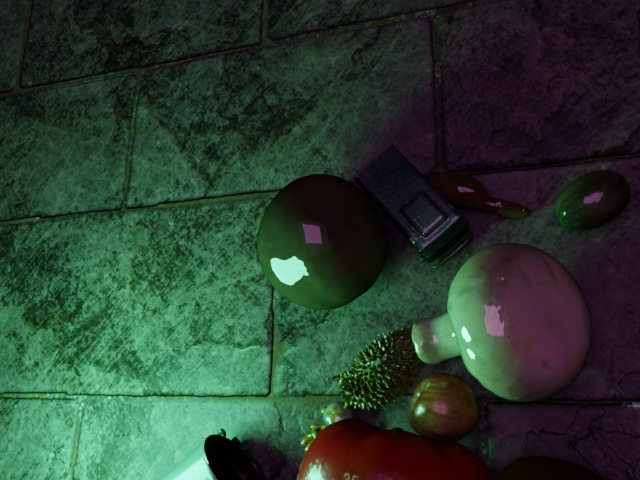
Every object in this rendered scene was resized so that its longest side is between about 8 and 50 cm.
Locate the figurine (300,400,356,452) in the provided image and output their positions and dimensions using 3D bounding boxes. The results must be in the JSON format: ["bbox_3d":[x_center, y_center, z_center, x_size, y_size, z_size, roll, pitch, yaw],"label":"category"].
[{"bbox_3d":[0.016,0.423,1.427,0.143,0.068,0.102,-24,50,18],"label":"figurine"}]

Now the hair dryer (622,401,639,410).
[{"bbox_3d":[0.665,0.324,1.236,0.124,0.038,0.063,-4,72,27],"label":"hair dryer"}]

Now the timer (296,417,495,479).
[{"bbox_3d":[0.138,0.491,1.157,0.377,0.378,0.279,7,70,22],"label":"timer"}]

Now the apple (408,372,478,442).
[{"bbox_3d":[0.260,0.354,1.316,0.130,0.146,0.147,20,82,4],"label":"apple"}]

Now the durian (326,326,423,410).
[{"bbox_3d":[0.133,0.289,1.390,0.220,0.095,0.137,-36,62,-3],"label":"durian"}]

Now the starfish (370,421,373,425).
[{"bbox_3d":[0.091,0.474,1.403,0.130,0.041,0.133,10,59,42],"label":"starfish"}]

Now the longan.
[{"bbox_3d":[0.000,0.000,1.440,0.318,0.319,0.319,-6,73,19],"label":"longan"}]

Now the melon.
[{"bbox_3d":[0.585,-0.088,1.336,0.167,0.114,0.114,-29,67,12],"label":"melon"}]

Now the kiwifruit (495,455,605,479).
[{"bbox_3d":[0.438,0.509,1.178,0.233,0.196,0.196,13,79,27],"label":"kiwifruit"}]

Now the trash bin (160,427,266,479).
[{"bbox_3d":[-0.272,0.605,1.399,0.262,0.217,0.277,-43,25,6],"label":"trash bin"}]

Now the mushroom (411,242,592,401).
[{"bbox_3d":[0.362,0.159,1.248,0.355,0.315,0.316,-3,73,7],"label":"mushroom"}]

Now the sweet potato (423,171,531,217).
[{"bbox_3d":[0.354,-0.107,1.452,0.269,0.075,0.075,24,84,21],"label":"sweet potato"}]

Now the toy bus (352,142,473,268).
[{"bbox_3d":[0.213,-0.080,1.446,0.138,0.167,0.275,-41,66,5],"label":"toy bus"}]
